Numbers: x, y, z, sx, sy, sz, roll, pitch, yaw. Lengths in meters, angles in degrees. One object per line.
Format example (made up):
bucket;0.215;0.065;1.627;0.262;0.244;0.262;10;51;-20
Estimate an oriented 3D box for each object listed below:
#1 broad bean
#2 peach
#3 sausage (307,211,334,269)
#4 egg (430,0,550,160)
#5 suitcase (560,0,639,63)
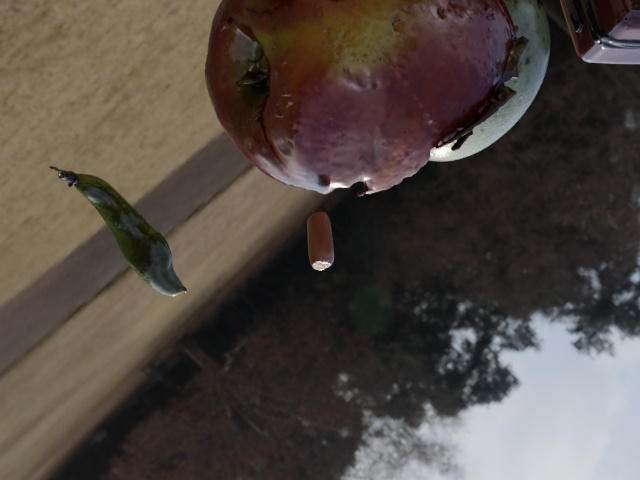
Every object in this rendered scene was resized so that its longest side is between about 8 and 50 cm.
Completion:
broad bean;-0.346;-0.025;1.758;0.075;0.325;0.067;-47;-164;-25
peach;0.067;-0.253;1.343;0.416;0.339;0.353;-9;113;-33
sausage;0.000;0.000;1.296;0.034;0.034;0.083;-47;-145;41
egg;0.247;-0.309;1.769;0.287;0.287;0.379;-44;166;-40
suitcase;0.549;-0.469;1.796;0.236;0.297;0.161;-2;160;-21
